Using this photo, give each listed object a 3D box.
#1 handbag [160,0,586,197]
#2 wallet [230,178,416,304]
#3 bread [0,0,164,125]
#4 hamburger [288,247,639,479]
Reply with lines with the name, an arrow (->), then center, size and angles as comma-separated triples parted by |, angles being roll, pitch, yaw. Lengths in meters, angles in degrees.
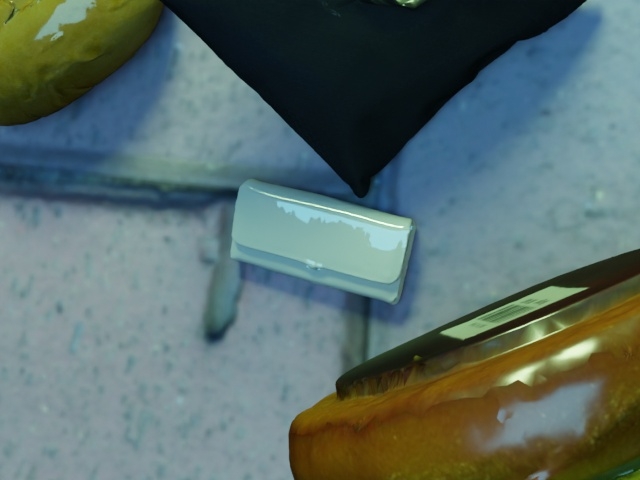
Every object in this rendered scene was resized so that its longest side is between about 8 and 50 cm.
handbag -> 0.020, -0.169, 1.115 | 0.211, 0.088, 0.254 | -40, 117, 16
wallet -> 0.000, 0.000, 1.206 | 0.122, 0.025, 0.061 | 15, 107, 13
bread -> -0.185, -0.151, 1.216 | 0.189, 0.077, 0.114 | -39, 89, 13
hamburger -> 0.161, 0.152, 1.027 | 0.330, 0.330, 0.250 | -22, 91, 17
